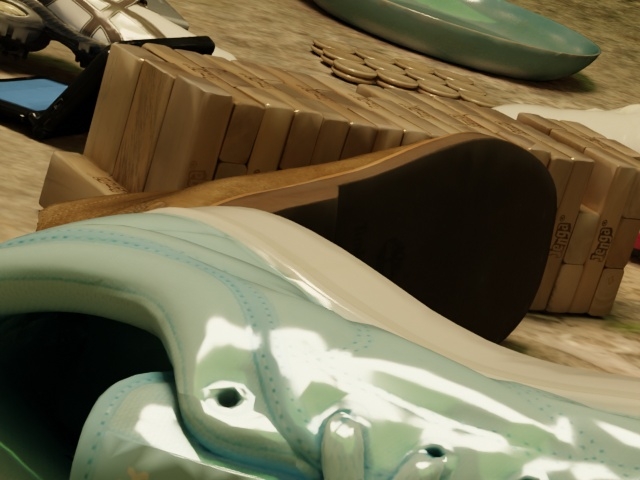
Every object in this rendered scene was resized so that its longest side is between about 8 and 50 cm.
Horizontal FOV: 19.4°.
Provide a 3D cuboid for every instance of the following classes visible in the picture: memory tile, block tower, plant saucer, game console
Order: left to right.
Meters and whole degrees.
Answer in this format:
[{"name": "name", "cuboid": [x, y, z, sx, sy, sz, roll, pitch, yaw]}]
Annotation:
[{"name": "game console", "cuboid": [-0.138, -0.100, 1.075, 0.071, 0.107, 0.122, 51, 23, 9]}, {"name": "block tower", "cuboid": [0.031, -0.028, 0.963, 0.335, 0.097, 0.091, 4, 19, -38]}, {"name": "memory tile", "cuboid": [0.068, -0.134, 1.539, 0.148, 0.012, 0.113, 12, 16, -19]}, {"name": "plant saucer", "cuboid": [0.118, -0.218, 1.836, 0.317, 0.043, 0.317, 16, 15, -4]}]

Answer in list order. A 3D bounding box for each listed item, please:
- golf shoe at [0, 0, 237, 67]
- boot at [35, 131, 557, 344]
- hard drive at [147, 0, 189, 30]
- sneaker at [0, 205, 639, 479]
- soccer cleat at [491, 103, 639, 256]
[{"name": "golf shoe", "cuboid": [-0.136, -0.149, 1.174, 0.198, 0.094, 0.077, 18, -12, -8]}, {"name": "boot", "cuboid": [0.000, 0.000, 0.827, 0.115, 0.112, 0.305, 16, 13, 36]}, {"name": "hard drive", "cuboid": [-0.173, -0.178, 1.394, 0.135, 0.022, 0.094, 12, 16, -24]}, {"name": "sneaker", "cuboid": [0.013, 0.089, 0.497, 0.150, 0.135, 0.366, -8, 20, -43]}, {"name": "soccer cleat", "cuboid": [0.253, -0.047, 1.192, 0.331, 0.143, 0.116, 24, 16, 23]}]
